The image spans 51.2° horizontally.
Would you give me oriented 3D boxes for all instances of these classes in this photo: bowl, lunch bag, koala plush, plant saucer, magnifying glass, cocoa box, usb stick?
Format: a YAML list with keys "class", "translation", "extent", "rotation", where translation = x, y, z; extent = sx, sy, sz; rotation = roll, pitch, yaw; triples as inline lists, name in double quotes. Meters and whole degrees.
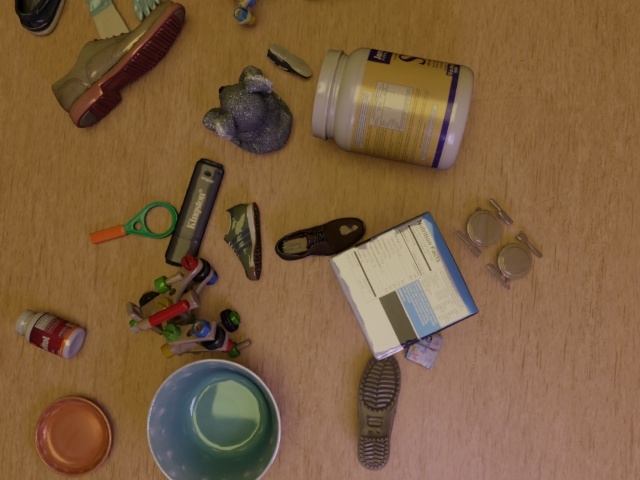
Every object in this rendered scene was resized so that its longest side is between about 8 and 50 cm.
- class: "bowl"
  translation: [-0.236, 0.424, 1.575]
  extent: [0.311, 0.163, 0.312]
  rotation: [0, 88, 4]
- class: "lunch bag"
  translation: [0.248, 0.257, 1.595]
  extent: [0.071, 0.053, 0.083]
  rotation: [25, 81, 4]
- class: "koala plush"
  translation: [-0.168, -0.306, 1.566]
  extent: [0.203, 0.221, 0.196]
  rotation: [41, 91, 5]
- class: "plant saucer"
  translation: [-0.614, 0.488, 1.669]
  extent: [0.199, 0.037, 0.200]
  rotation: [0, 89, 5]
- class: "magnifying glass"
  translation: [-0.469, -0.034, 1.684]
  extent: [0.230, 0.026, 0.092]
  rotation: [-15, 87, 2]
- class: "cocoa box"
  translation: [0.176, 0.095, 1.458]
  extent: [0.228, 0.347, 0.231]
  rotation: [-26, 85, 3]
- class: "usb stick"
  translation: [-0.312, -0.066, 1.658]
  extent: [0.077, 0.045, 0.278]
  rotation: [18, 89, 1]

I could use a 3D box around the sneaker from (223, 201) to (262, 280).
- class: "sneaker"
  translation: [-0.194, 0.004, 1.641]
  extent: [0.086, 0.064, 0.192]
  rotation: [-3, 87, 12]

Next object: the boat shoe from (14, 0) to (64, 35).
- class: "boat shoe"
  translation: [-0.697, -0.699, 1.681]
  extent: [0.127, 0.113, 0.340]
  rotation: [20, 90, 6]

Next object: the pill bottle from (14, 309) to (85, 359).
- class: "pill bottle"
  translation: [-0.673, 0.230, 1.660]
  extent: [0.152, 0.086, 0.086]
  rotation: [21, 90, 6]

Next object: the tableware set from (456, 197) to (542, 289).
- class: "tableware set"
  translation: [0.423, 0.012, 1.596]
  extent: [0.128, 0.039, 0.194]
  rotation: [-42, 91, -9]

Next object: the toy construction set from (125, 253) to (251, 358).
- class: "toy construction set"
  translation: [-0.353, 0.184, 1.540]
  extent: [0.237, 0.309, 0.258]
  rotation: [-26, 78, 8]

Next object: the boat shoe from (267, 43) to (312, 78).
- class: "boat shoe"
  translation: [-0.079, -0.438, 1.656]
  extent: [0.125, 0.038, 0.046]
  rotation: [33, 49, 0]

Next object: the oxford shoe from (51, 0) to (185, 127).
- class: "oxford shoe"
  translation: [-0.503, -0.463, 1.641]
  extent: [0.397, 0.140, 0.146]
  rotation: [-43, 86, 2]

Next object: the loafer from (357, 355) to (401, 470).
- class: "loafer"
  translation: [0.131, 0.404, 1.583]
  extent: [0.101, 0.092, 0.269]
  rotation: [10, 73, 4]

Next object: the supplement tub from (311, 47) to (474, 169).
- class: "supplement tub"
  translation: [0.163, -0.305, 1.528]
  extent: [0.331, 0.241, 0.241]
  rotation: [12, 89, 5]

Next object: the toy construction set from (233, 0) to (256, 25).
- class: "toy construction set"
  translation: [-0.198, -0.715, 1.633]
  extent: [0.215, 0.151, 0.328]
  rotation: [-38, 77, 28]

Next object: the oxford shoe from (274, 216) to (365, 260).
- class: "oxford shoe"
  translation: [0.000, 0.000, 1.605]
  extent: [0.227, 0.096, 0.083]
  rotation: [-19, 85, 2]

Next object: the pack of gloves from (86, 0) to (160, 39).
- class: "pack of gloves"
  translation: [-0.513, -0.633, 1.708]
  extent: [0.195, 0.046, 0.232]
  rotation: [-27, 86, 18]
